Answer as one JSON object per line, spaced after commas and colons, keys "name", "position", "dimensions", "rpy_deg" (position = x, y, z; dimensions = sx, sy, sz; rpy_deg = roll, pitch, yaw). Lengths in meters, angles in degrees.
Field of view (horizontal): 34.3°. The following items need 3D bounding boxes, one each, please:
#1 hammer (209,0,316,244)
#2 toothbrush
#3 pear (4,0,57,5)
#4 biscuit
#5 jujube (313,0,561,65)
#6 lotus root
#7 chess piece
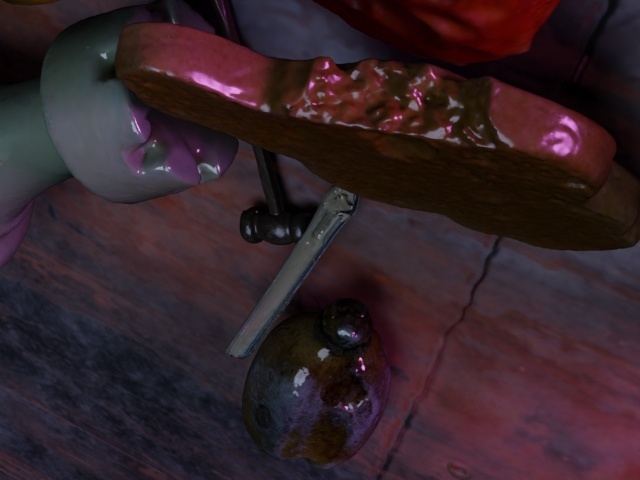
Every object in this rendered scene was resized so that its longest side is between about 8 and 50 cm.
{"name": "hammer", "position": [-0.058, -0.117, 0.702], "dimensions": [0.058, 0.029, 0.292], "rpy_deg": [4, 127, 26]}
{"name": "toothbrush", "position": [0.000, -0.004, 0.734], "dimensions": [0.026, 0.028, 0.294], "rpy_deg": [21, 132, -19]}
{"name": "pear", "position": [-0.217, -0.252, 0.504], "dimensions": [0.294, 0.294, 0.294], "rpy_deg": [16, 134, 18]}
{"name": "biscuit", "position": [0.046, -0.057, 0.572], "dimensions": [0.320, 0.047, 0.183], "rpy_deg": [14, 166, -9]}
{"name": "jujube", "position": [0.029, -0.181, 0.505], "dimensions": [0.230, 0.155, 0.155], "rpy_deg": [25, 136, 18]}
{"name": "lotus root", "position": [0.000, 0.112, 0.821], "dimensions": [0.113, 0.088, 0.192], "rpy_deg": [16, 135, -4]}
{"name": "chess piece", "position": [-0.204, -0.071, 0.713], "dimensions": [0.299, 0.194, 0.194], "rpy_deg": [-9, 122, 32]}
